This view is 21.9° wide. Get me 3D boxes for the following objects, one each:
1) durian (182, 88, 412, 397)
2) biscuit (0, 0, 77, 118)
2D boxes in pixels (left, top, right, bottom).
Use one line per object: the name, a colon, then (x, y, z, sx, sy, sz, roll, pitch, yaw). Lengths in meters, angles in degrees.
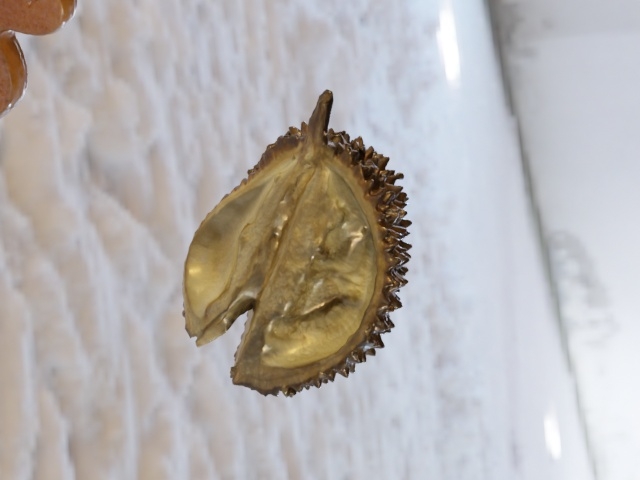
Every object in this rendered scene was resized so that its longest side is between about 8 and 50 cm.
durian: (-0.001, -0.001, 0.745, 0.071, 0.110, 0.140, -14, 122, -61)
biscuit: (-0.222, -0.187, 1.048, 0.036, 0.165, 0.250, -44, 148, -49)
